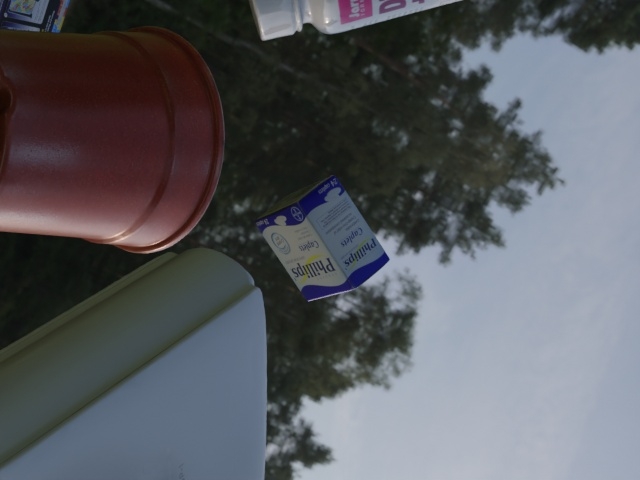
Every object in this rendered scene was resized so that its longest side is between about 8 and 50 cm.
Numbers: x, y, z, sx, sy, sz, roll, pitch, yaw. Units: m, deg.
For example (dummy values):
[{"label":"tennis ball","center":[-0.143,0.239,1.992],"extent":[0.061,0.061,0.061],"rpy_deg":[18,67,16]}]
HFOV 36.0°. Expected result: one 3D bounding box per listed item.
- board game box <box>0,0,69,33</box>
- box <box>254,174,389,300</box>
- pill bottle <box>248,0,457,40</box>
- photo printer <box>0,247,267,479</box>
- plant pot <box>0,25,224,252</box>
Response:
[{"label":"board game box","center":[-0.418,-0.273,1.302],"extent":[0.048,0.141,0.170],"rpy_deg":[31,-73,30]},{"label":"box","center":[0.000,0.000,1.294],"extent":[0.072,0.137,0.126],"rpy_deg":[-39,-170,-30]},{"label":"pill bottle","center":[0.052,-0.326,1.111],"extent":[0.160,0.283,0.160],"rpy_deg":[164,-90,-88]},{"label":"photo printer","center":[-0.163,0.174,0.679],"extent":[0.307,0.107,0.256],"rpy_deg":[-34,136,-47]},{"label":"plant pot","center":[-0.293,-0.116,1.080],"extent":[0.272,0.265,0.272],"rpy_deg":[2,-87,36]}]
